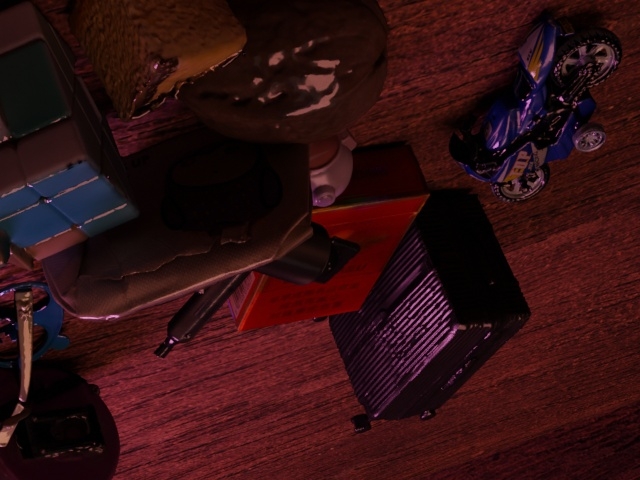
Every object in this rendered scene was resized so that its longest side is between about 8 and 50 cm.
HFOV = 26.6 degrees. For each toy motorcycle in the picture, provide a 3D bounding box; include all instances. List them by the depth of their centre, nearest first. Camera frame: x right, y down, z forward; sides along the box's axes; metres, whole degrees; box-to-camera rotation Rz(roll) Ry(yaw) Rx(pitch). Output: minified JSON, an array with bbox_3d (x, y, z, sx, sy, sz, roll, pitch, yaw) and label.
[{"bbox_3d":[0.264,-0.158,1.722,0.169,0.113,0.315,0,139,-21],"label":"toy motorcycle"}]

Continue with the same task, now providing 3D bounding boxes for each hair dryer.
[{"bbox_3d":[-0.099,0.060,1.561,0.195,0.078,0.248,21,125,-39],"label":"hair dryer"}]

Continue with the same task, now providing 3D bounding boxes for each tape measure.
[{"bbox_3d":[-0.412,0.292,1.924,0.245,0.231,0.149,-4,149,-41],"label":"tape measure"}]

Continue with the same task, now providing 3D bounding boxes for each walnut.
[{"bbox_3d":[-0.042,-0.178,1.378,0.230,0.178,0.178,-9,154,1],"label":"walnut"}]

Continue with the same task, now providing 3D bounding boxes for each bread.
[{"bbox_3d":[-0.163,-0.201,1.262,0.127,0.147,0.152,-15,163,-44],"label":"bread"}]

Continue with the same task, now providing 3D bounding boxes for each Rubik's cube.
[{"bbox_3d":[-0.315,-0.080,1.286,0.213,0.224,0.265,-22,160,2],"label":"Rubik's cube"}]

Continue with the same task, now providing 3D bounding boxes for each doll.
[{"bbox_3d":[-0.089,-0.058,1.599,0.287,0.151,0.151,-23,155,-5],"label":"doll"}]

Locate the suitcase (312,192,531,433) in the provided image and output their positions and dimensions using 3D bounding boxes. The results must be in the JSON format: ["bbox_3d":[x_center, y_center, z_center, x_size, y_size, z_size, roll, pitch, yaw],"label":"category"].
[{"bbox_3d":[0.142,0.108,1.995,0.152,0.229,0.335,-7,151,-30],"label":"suitcase"}]

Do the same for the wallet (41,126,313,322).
[{"bbox_3d":[-0.157,-0.036,1.413,0.335,0.275,0.068,-19,132,0],"label":"wallet"}]

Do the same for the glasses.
[{"bbox_3d":[-0.408,0.164,1.774,0.102,0.207,0.239,19,145,-1],"label":"glasses"}]

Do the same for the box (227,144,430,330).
[{"bbox_3d":[0.001,0.000,1.838,0.197,0.089,0.313,-8,152,-24],"label":"box"}]
